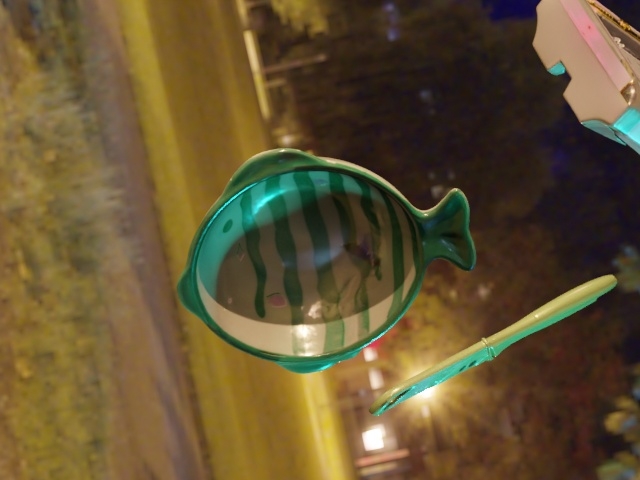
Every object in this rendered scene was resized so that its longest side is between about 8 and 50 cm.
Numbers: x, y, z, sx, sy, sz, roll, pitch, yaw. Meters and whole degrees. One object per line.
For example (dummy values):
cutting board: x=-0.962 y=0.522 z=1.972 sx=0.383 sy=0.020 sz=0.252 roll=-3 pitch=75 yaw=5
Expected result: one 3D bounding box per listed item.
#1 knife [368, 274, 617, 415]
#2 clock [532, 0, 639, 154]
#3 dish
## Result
knife: x=0.116 y=0.067 z=1.019 sx=0.014 sy=0.207 sz=0.030 roll=55 pitch=-28 yaw=21
clock: x=0.351 y=-0.170 z=1.781 sx=0.186 sy=0.083 sz=0.253 roll=27 pitch=27 yaw=-35
dish: x=0.000 y=0.000 z=1.298 sx=0.078 sy=0.246 sz=0.224 roll=-102 pitch=180 yaw=-57
